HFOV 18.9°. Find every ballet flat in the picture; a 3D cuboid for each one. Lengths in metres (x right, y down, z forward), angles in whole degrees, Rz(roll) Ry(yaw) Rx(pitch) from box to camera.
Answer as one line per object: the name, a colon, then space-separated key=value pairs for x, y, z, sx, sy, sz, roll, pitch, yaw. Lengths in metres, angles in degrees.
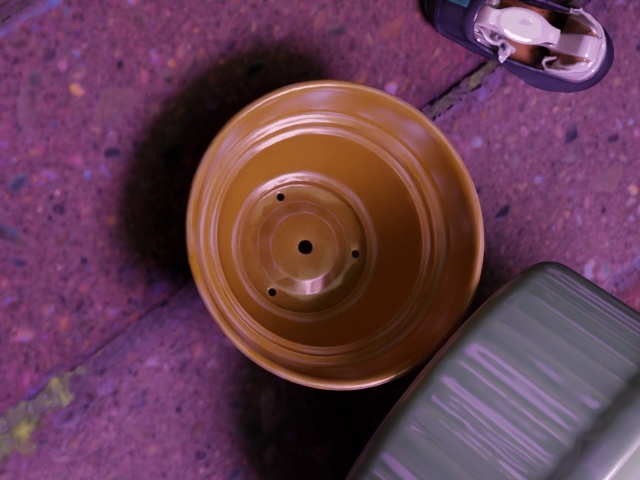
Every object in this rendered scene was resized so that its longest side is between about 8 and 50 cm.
ballet flat: x=0.170 y=-0.155 z=1.483 sx=0.203 sy=0.074 sz=0.074 roll=16 pitch=93 yaw=-38

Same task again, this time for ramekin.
ramekin: x=0.143 y=0.160 z=1.420 sx=0.303 sy=0.148 sz=0.303 roll=-47 pitch=165 yaw=-17

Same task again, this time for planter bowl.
planter bowl: x=0.000 y=0.000 z=1.369 sx=0.217 sy=0.090 sz=0.217 roll=2 pitch=83 yaw=-16
